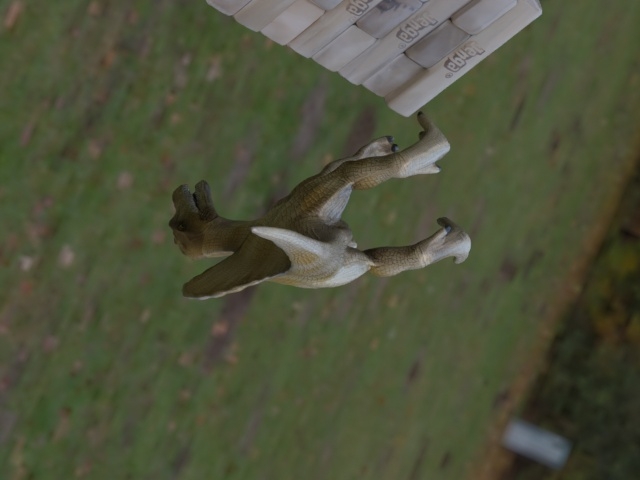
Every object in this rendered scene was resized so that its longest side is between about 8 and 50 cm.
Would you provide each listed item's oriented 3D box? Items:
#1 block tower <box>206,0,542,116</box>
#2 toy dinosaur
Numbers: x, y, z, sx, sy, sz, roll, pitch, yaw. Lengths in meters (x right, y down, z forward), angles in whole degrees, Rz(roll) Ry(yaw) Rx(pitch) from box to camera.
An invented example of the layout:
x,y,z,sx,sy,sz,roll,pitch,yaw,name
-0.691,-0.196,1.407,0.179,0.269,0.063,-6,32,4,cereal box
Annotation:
x,y,z,sx,sy,sz,roll,pitch,yaw,name
-0.052,-0.171,0.811,0.091,0.335,0.097,-36,-134,29,block tower
0.000,0.000,0.606,0.093,0.053,0.183,-23,-171,-12,toy dinosaur
